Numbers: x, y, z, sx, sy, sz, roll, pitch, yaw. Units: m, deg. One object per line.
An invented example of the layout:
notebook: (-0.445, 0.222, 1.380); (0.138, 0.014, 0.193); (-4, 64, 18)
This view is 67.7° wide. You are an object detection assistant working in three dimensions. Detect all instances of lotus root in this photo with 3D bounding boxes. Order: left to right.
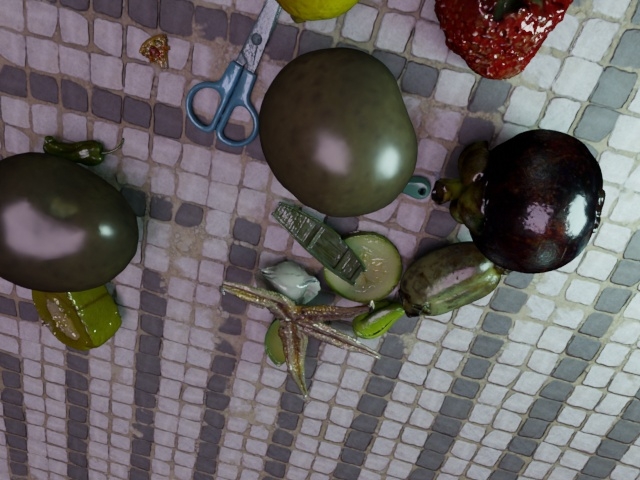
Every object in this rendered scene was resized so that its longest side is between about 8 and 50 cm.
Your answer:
lotus root: (0.348, 0.097, 1.226); (0.309, 0.173, 0.173); (-26, 109, 19)

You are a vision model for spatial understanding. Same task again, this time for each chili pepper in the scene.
chili pepper: (-0.625, -0.231, 1.256); (0.204, 0.072, 0.073); (6, 124, 3)

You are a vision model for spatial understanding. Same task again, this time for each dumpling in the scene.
dumpling: (-0.097, 0.124, 1.336); (0.188, 0.108, 0.127); (13, 140, -12)

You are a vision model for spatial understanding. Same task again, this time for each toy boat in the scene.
toy boat: (0.000, 0.000, 1.252); (0.293, 0.055, 0.093); (39, 110, 10)

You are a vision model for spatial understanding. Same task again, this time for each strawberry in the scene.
strawberry: (0.350, -0.469, 0.937); (0.261, 0.257, 0.260); (0, 86, 5)

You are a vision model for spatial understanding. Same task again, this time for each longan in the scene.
longan: (-0.671, -0.038, 1.205); (0.405, 0.336, 0.404); (16, 152, 9)
longan: (0.040, -0.227, 1.032); (0.361, 0.361, 0.360); (3, 116, 7)

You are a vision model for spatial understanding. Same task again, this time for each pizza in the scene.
pizza: (-0.390, -0.448, 1.143); (0.083, 0.025, 0.078); (-25, 107, 18)

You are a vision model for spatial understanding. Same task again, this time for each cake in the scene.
cake: (-0.732, 0.201, 1.435); (0.179, 0.156, 0.260); (-6, 110, 28)

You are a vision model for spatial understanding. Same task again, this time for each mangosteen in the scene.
mangosteen: (0.446, -0.088, 1.046); (0.330, 0.330, 0.329); (3, 116, 7)

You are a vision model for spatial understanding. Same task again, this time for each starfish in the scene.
starfish: (-0.038, 0.249, 1.297); (0.384, 0.132, 0.397); (1, 123, 13)

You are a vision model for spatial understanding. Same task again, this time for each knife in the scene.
knife: (0.148, -0.139, 1.214); (0.261, 0.034, 0.063); (7, 127, 12)

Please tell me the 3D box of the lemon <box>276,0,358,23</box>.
lemon: (-0.002, -0.566, 0.907); (0.268, 0.267, 0.267); (3, 116, 7)

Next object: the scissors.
scissors: (-0.164, -0.432, 1.115); (0.193, 0.029, 0.447); (30, 116, -7)

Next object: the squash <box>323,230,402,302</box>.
squash: (0.118, 0.076, 1.310); (0.219, 0.041, 0.219); (3, 116, 7)

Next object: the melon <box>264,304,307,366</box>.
melon: (-0.098, 0.273, 1.426); (0.118, 0.064, 0.209); (39, 112, -10)

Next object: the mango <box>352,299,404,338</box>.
mango: (0.165, 0.221, 1.357); (0.165, 0.074, 0.091); (-30, 107, 13)
